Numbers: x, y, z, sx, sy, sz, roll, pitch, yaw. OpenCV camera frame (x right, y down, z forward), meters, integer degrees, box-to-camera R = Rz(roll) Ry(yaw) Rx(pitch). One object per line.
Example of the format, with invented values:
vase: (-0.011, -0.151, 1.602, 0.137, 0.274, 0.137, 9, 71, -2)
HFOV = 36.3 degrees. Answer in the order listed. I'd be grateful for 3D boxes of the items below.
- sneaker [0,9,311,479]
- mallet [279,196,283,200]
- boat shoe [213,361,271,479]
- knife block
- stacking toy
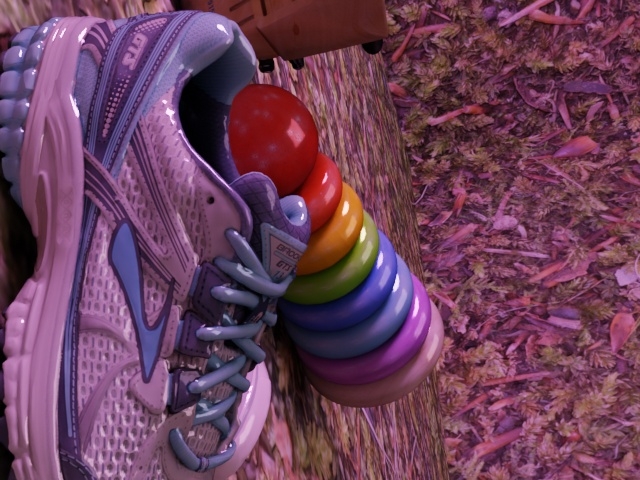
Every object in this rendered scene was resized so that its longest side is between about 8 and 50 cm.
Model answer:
sneaker: (-0.064, 0.024, 0.419, 0.110, 0.122, 0.283, 41, 38, -74)
mallet: (-0.069, 0.041, 0.658, 0.190, 0.062, 0.039, -72, 150, -43)
boat shoe: (-0.067, 0.052, 0.568, 0.063, 0.066, 0.184, 45, 34, -34)
knife block: (0.018, -0.209, 0.797, 0.242, 0.275, 0.088, -13, 90, -40)
stacking toy: (0.000, 0.000, 0.827, 0.141, 0.141, 0.330, -93, 163, -44)
